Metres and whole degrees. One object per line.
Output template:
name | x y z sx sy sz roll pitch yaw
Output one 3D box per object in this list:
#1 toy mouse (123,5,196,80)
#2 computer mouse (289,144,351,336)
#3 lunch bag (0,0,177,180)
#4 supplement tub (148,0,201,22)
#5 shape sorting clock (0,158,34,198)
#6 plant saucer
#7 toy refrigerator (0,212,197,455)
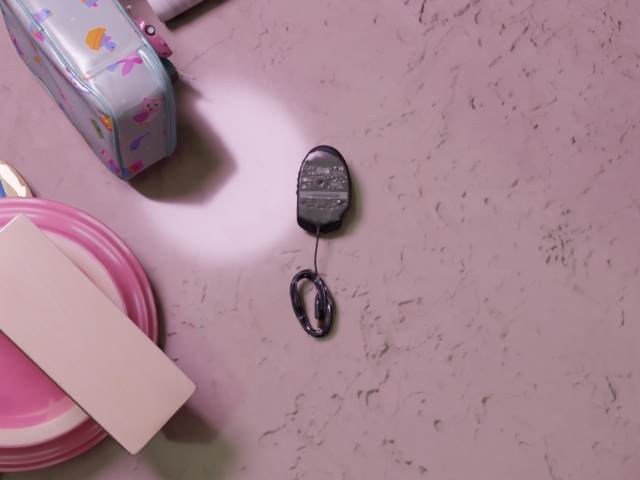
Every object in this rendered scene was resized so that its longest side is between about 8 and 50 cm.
toy mouse | -0.225 -0.247 1.097 0.143 0.161 0.031 43 79 -3
computer mouse | 0.000 0.000 1.063 0.071 0.041 0.242 4 86 7
lunch bag | -0.290 -0.222 1.053 0.108 0.224 0.279 -35 76 -17
supplement tub | -0.186 -0.350 1.138 0.107 0.071 0.071 -30 76 0
shape sorting clock | -0.475 -0.019 1.125 0.206 0.040 0.206 0 86 3
plant saucer | -0.357 0.111 0.994 0.332 0.084 0.332 1 87 -17
toy refrigerator | -0.273 0.105 0.930 0.269 0.094 0.102 47 69 -11
